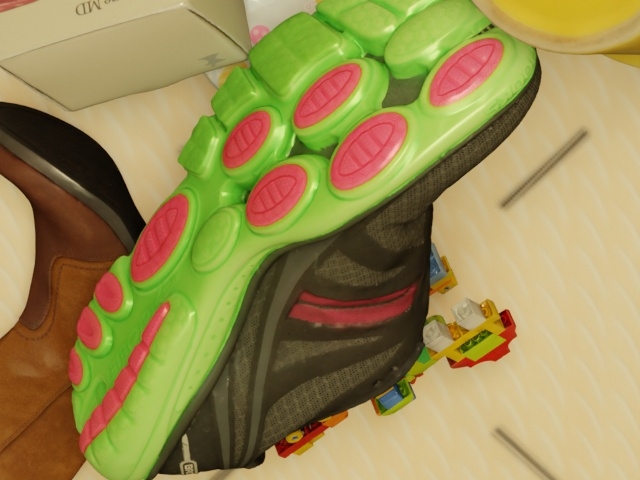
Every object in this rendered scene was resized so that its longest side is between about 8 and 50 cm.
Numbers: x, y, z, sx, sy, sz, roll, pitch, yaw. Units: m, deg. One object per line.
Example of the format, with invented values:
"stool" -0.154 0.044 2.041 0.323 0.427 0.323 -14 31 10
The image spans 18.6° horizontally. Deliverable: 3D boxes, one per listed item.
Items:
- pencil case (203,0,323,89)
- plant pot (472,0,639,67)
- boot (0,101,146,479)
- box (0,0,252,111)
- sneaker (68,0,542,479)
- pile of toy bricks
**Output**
"pencil case" 0.008 -0.218 1.434 0.273 0.113 0.124 -36 90 10
"plant pot" 0.201 -0.217 1.217 0.254 0.239 0.254 11 112 29
"boot" -0.238 0.056 1.550 0.264 0.096 0.280 38 110 -24
"box" -0.152 -0.228 1.362 0.148 0.127 0.232 -15 73 15
"sneaker" 0.000 0.000 1.397 0.202 0.185 0.483 13 134 -36
"pile of toy bricks" 0.055 0.089 1.547 0.212 0.118 0.105 -36 144 21
